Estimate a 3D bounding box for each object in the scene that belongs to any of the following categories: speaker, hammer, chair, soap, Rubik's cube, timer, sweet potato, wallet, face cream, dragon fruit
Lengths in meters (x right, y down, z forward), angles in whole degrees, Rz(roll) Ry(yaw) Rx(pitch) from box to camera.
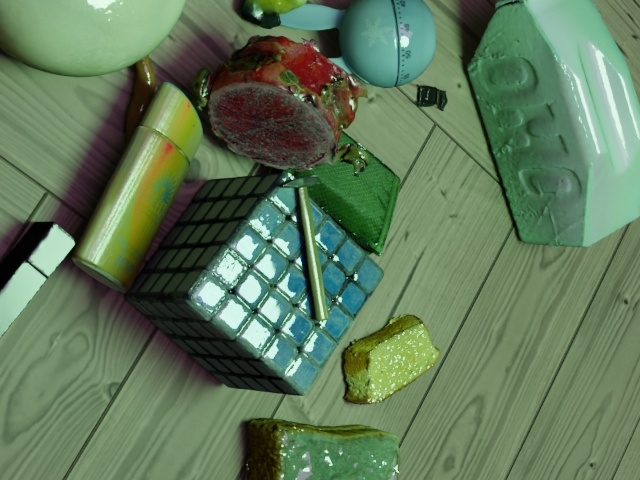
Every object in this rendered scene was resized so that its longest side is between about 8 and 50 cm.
[{"bbox_3d":[-0.420,0.072,1.509,0.044,0.082,0.218,44,68,-26],"label":"speaker"},{"bbox_3d":[-0.015,0.012,1.531,0.062,0.013,0.199,-11,94,-34],"label":"hammer"},{"bbox_3d":[0.187,-0.246,1.927,0.086,0.042,0.037,9,87,-69],"label":"chair"},{"bbox_3d":[0.407,-0.219,1.933,0.156,0.261,0.446,-27,106,-27],"label":"soap"},{"bbox_3d":[-0.098,0.064,1.624,0.237,0.238,0.237,45,66,-23],"label":"Rubik's cube"},{"bbox_3d":[0.060,-0.316,1.795,0.175,0.255,0.175,-6,90,-72],"label":"timer"},{"bbox_3d":[-0.260,-0.216,1.634,0.044,0.044,0.179,5,90,-33],"label":"sweet potato"},{"bbox_3d":[0.028,-0.096,1.808,0.236,0.055,0.160,36,59,-31],"label":"wallet"},{"bbox_3d":[-0.253,-0.075,1.605,0.285,0.067,0.139,-66,157,-14],"label":"face cream"},{"bbox_3d":[-0.047,-0.207,1.659,0.282,0.211,0.147,22,57,-13],"label":"dragon fruit"}]

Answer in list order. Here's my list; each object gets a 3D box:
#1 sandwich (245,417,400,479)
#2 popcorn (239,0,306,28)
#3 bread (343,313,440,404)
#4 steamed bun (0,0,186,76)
[{"bbox_3d":[0.000,0.438,1.782,0.271,0.099,0.301,8,86,-33],"label":"sandwich"},{"bbox_3d":[-0.013,-0.501,1.665,0.293,0.293,0.237,42,50,-26],"label":"popcorn"},{"bbox_3d":[0.116,0.198,1.875,0.187,0.065,0.103,-24,109,-29],"label":"bread"},{"bbox_3d":[-0.314,-0.376,1.479,0.324,0.206,0.324,-1,92,-41],"label":"steamed bun"}]
